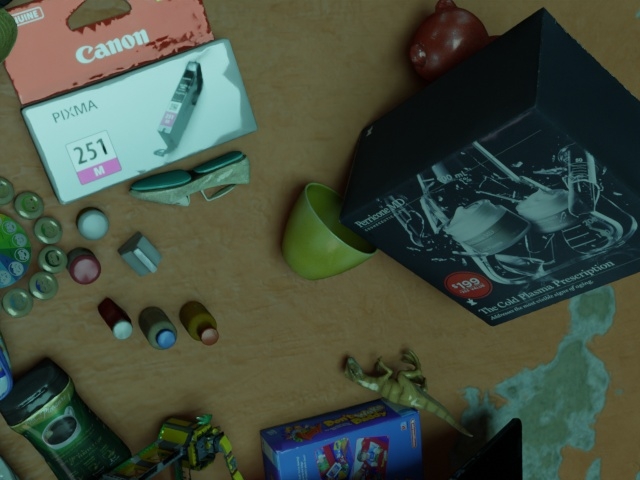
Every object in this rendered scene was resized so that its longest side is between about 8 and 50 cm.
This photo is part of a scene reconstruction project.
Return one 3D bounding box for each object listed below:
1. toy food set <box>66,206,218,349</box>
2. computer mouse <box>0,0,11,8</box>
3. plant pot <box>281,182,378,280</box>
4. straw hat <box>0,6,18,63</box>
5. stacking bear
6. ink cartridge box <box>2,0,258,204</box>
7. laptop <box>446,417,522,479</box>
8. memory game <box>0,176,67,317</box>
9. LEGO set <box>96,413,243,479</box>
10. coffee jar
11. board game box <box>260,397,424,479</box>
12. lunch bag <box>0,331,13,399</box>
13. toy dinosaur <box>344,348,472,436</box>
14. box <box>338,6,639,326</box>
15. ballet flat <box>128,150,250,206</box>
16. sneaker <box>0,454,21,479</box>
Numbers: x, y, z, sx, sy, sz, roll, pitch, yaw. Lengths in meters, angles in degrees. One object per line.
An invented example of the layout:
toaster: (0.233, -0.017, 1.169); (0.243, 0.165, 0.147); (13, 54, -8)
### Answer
toy food set: (-0.239, 0.065, 1.093); (0.111, 0.104, 0.232); (-42, 113, -9)
computer mouse: (-0.479, -0.302, 0.930); (0.261, 0.060, 0.184); (24, 92, -18)
plant pot: (0.000, 0.000, 1.176); (0.134, 0.134, 0.095); (34, 114, -24)
straw hat: (-0.417, -0.211, 0.981); (0.144, 0.145, 0.061); (-19, 147, -18)
stacking bear: (0.254, -0.224, 1.214); (0.289, 0.164, 0.175); (32, 88, -20)
ink cartridge box: (-0.243, -0.206, 1.062); (0.275, 0.060, 0.239); (-24, 110, -16)
laptop: (0.124, 0.501, 1.292); (0.407, 0.236, 0.382); (-21, 112, -51)
memory game: (-0.396, 0.008, 1.017); (0.186, 0.012, 0.186); (15, 63, -32)
LEGO set: (-0.159, 0.408, 1.104); (0.255, 0.192, 0.332); (-10, 103, -59)
coffee jar: (-0.336, 0.247, 1.106); (0.096, 0.079, 0.184); (-37, 113, -16)
board game box: (0.045, 0.436, 1.302); (0.233, 0.078, 0.347); (-10, 105, -20)
lunch bag: (-0.495, 0.149, 1.018); (0.218, 0.090, 0.176); (-20, 110, -16)
toy dinosaur: (0.137, 0.231, 1.274); (0.211, 0.112, 0.064); (22, 129, 12)
box: (0.257, -0.073, 1.123); (0.312, 0.343, 0.179); (34, 50, -23)
ballet flat: (-0.168, -0.071, 1.123); (0.168, 0.057, 0.052); (-19, 117, -17)
sneaker: (-0.414, 0.375, 1.088); (0.126, 0.127, 0.321); (-37, 87, -18)
